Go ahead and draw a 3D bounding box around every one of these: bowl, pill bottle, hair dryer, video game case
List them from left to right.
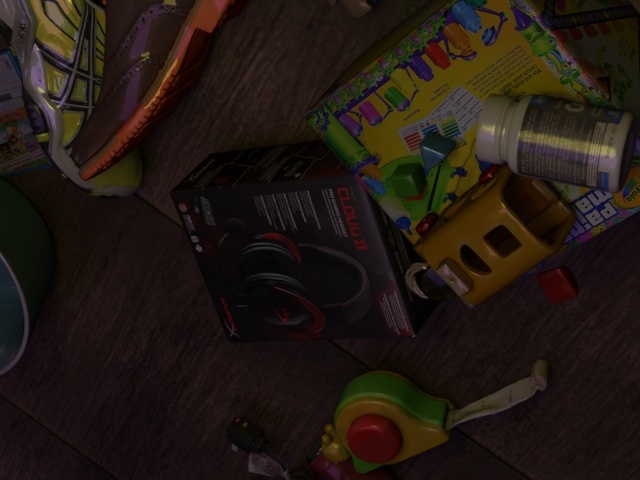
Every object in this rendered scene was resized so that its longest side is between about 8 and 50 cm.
[{"bbox_3d":[-0.489,0.022,1.956,0.311,0.163,0.311,14,126,21],"label":"bowl"},{"bbox_3d":[-0.416,-0.167,1.887,0.119,0.015,0.166,-9,115,32],"label":"video game case"},{"bbox_3d":[0.015,0.341,1.972,0.293,0.080,0.224,17,143,25],"label":"hair dryer"},{"bbox_3d":[0.219,-0.093,1.322,0.137,0.078,0.078,13,126,19],"label":"pill bottle"}]

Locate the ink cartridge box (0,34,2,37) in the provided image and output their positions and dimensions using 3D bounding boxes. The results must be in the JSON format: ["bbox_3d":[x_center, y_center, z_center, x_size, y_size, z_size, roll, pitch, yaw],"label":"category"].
[{"bbox_3d":[-0.470,-0.319,1.741,0.176,0.127,0.128,13,125,21],"label":"ink cartridge box"}]

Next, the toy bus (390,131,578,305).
[{"bbox_3d":[0.152,0.010,1.409,0.191,0.104,0.202,8,124,23],"label":"toy bus"}]

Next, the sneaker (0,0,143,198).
[{"bbox_3d":[-0.280,-0.214,1.705,0.147,0.145,0.385,-11,125,13],"label":"sneaker"}]

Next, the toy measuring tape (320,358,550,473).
[{"bbox_3d":[0.123,0.198,1.782,0.330,0.121,0.121,-29,104,30],"label":"toy measuring tape"}]

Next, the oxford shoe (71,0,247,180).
[{"bbox_3d":[-0.198,-0.229,1.628,0.132,0.130,0.364,37,109,0],"label":"oxford shoe"}]

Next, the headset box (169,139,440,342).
[{"bbox_3d":[0.000,0.000,1.667,0.293,0.110,0.218,-4,118,31],"label":"headset box"}]

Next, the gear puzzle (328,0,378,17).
[{"bbox_3d":[-0.004,-0.407,1.493,0.175,0.044,0.339,-30,100,40],"label":"gear puzzle"}]

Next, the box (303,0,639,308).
[{"bbox_3d":[0.195,-0.130,1.475,0.290,0.177,0.279,-33,101,39],"label":"box"}]
